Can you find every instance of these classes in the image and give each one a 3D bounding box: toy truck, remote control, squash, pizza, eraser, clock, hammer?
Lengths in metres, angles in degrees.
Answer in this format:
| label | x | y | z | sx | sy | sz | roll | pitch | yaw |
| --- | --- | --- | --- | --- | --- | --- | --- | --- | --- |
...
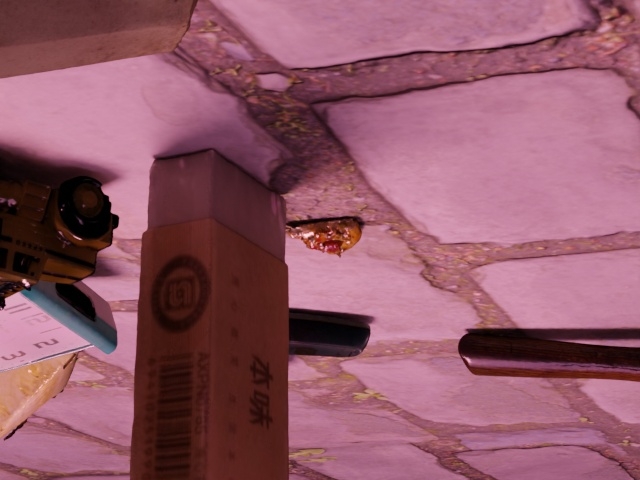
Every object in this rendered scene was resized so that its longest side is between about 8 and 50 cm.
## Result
| label | x | y | z | sx | sy | sz | roll | pitch | yaw |
| --- | --- | --- | --- | --- | --- | --- | --- | --- | --- |
| toy truck | -0.310 | -0.010 | 1.364 | 0.257 | 0.127 | 0.127 | 10 | 159 | -36 |
| remote control | -0.051 | 0.108 | 1.834 | 0.222 | 0.042 | 0.072 | 4 | 159 | -11 |
| squash | -0.400 | 0.181 | 1.979 | 0.169 | 0.093 | 0.252 | -40 | 176 | -21 |
| pizza | 0.000 | 0.001 | 1.528 | 0.078 | 0.025 | 0.083 | 1 | 163 | -8 |
| eraser | -0.089 | 0.105 | 1.341 | 0.078 | 0.343 | 0.144 | -10 | 158 | 26 |
| clock | -0.360 | 0.063 | 1.600 | 0.231 | 0.116 | 0.262 | -15 | 160 | 8 |
| hammer | 0.371 | 0.154 | 1.881 | 0.408 | 0.095 | 0.242 | 1 | 162 | 7 |

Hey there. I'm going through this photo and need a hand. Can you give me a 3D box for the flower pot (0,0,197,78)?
| label | x | y | z | sx | sy | sz | roll | pitch | yaw |
| --- | --- | --- | --- | --- | --- | --- | --- | --- | --- |
| flower pot | -0.178 | -0.166 | 0.803 | 0.202 | 0.212 | 0.212 | -7 | 166 | -21 |
